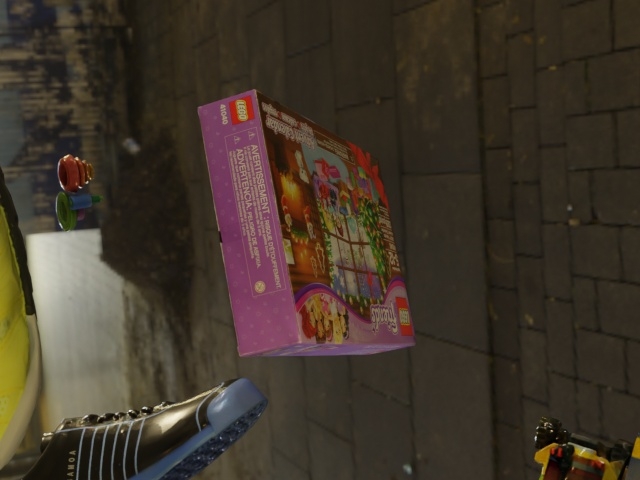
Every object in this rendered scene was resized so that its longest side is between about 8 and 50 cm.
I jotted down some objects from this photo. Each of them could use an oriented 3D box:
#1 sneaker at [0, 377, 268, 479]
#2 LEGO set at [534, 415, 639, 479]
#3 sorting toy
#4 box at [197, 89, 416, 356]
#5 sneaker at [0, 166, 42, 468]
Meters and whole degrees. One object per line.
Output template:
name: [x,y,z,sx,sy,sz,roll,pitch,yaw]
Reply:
sneaker: [-0.156,0.165,0.768,0.090,0.232,0.081,53,171,18]
LEGO set: [0.223,0.216,0.393,0.255,0.331,0.192,54,-125,-71]
sorting toy: [-0.306,-0.059,1.238,0.061,0.042,0.102,39,130,44]
box: [0.000,0.000,0.869,0.293,0.057,0.201,14,-117,-67]
sneaker: [-0.209,-0.065,0.363,0.147,0.145,0.385,-151,43,-70]
